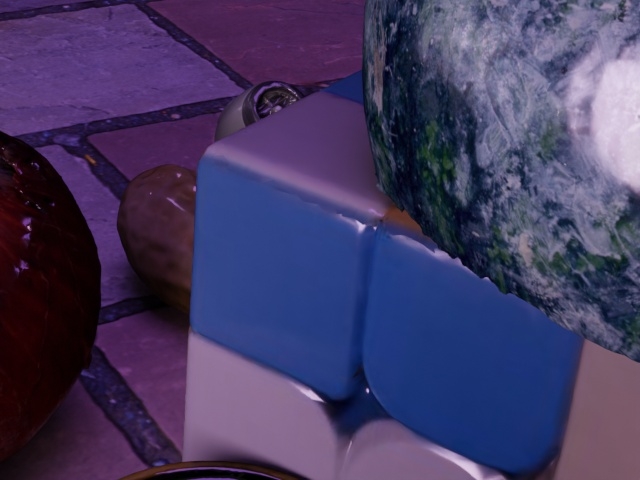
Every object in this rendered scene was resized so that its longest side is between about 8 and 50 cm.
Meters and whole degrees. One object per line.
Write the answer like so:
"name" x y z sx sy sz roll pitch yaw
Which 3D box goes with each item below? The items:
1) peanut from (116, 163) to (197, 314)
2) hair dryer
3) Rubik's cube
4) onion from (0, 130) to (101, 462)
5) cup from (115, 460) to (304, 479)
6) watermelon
"peanut" -0.074 0.017 1.140 0.274 0.125 0.111 31 33 35
"hair dryer" -0.020 -0.009 1.240 0.092 0.267 0.229 -33 9 -20
"Rubik's cube" 0.149 0.094 0.827 0.347 0.347 0.344 22 34 27
"onion" -0.289 0.036 0.957 0.276 0.276 0.276 4 29 -2
"cup" -0.035 0.249 0.688 0.166 0.177 0.239 -18 37 -37
"watermelon" 0.122 -0.053 0.642 0.226 0.148 0.318 16 12 -18
